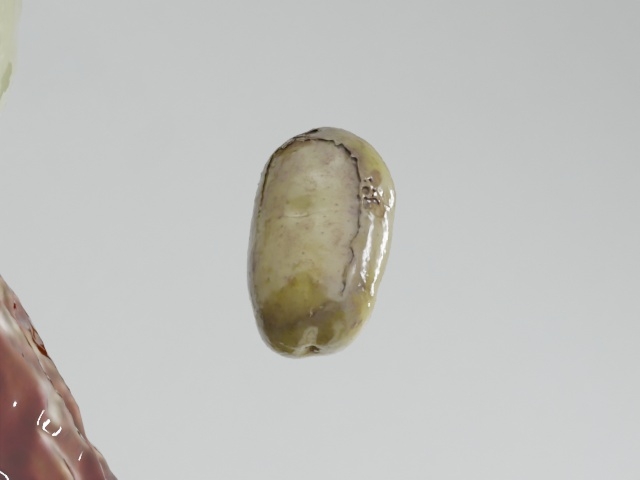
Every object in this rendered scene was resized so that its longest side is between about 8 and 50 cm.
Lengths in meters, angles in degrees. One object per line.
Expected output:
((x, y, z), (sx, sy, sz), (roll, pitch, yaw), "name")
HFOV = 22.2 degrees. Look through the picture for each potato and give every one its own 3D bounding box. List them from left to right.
((0.000, 0.000, 1.163), (0.107, 0.170, 0.080), (-8, -25, 27), "potato")

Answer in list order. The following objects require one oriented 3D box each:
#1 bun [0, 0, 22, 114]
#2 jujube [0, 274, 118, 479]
((-0.314, -0.121, 0.732), (0.361, 0.213, 0.361), (12, -48, 14), "bun")
((-0.164, 0.077, 0.544), (0.255, 0.190, 0.190), (46, -24, 4), "jujube")
